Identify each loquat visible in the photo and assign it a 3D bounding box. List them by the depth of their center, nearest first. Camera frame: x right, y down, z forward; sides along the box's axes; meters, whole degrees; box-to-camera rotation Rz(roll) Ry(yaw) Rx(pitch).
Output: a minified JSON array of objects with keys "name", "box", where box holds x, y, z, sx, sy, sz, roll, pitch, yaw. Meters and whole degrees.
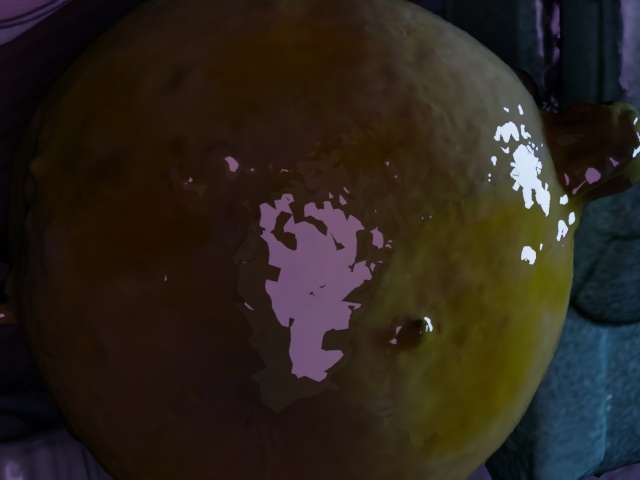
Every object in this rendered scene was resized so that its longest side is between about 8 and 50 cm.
[{"name":"loquat","box":[0.000,0.000,0.519,0.204,0.149,0.172,-22,105,2]}]

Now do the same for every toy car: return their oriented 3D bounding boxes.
[{"name":"toy car","box":[0.117,-0.071,0.583,0.141,0.097,0.320,-13,112,-21]}]

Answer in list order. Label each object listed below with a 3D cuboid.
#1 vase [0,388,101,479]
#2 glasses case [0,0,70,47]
[{"name":"vase","box":[-0.110,0.172,0.556,0.128,0.128,0.248,-1,98,-24]},{"name":"glasses case","box":[-0.097,-0.113,0.489,0.267,0.067,0.103,-37,120,-9]}]
